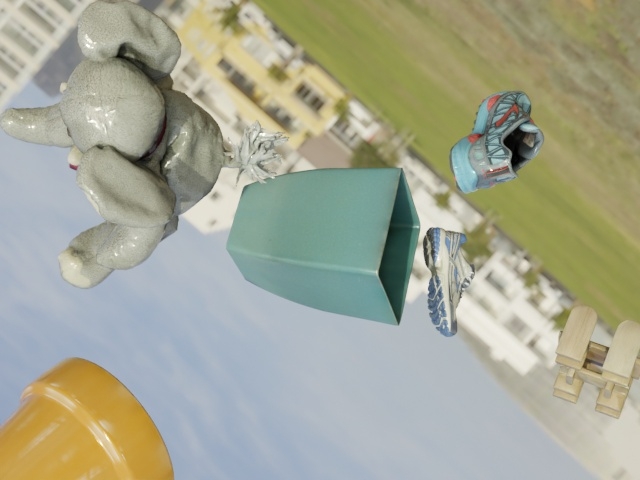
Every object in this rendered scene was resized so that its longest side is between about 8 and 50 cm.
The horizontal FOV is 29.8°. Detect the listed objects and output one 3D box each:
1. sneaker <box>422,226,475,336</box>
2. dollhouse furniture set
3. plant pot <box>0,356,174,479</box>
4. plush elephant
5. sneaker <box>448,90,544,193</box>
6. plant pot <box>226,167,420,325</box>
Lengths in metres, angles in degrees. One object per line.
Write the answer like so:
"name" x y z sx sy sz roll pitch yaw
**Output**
"sneaker" 0.162 0.049 1.453 0.058 0.135 0.052 0 167 -14
"dollhouse furniture set" 0.507 0.183 1.937 0.242 0.161 0.212 19 159 18
"plant pot" -0.299 0.263 1.327 0.205 0.188 0.205 27 134 31
"plush elephant" -0.238 -0.119 1.392 0.255 0.329 0.272 34 -128 -54
"sneaker" 0.307 -0.158 1.924 0.262 0.125 0.104 -54 -51 -45
"plant pot" 0.000 0.000 1.680 0.234 0.166 0.166 6 153 17
